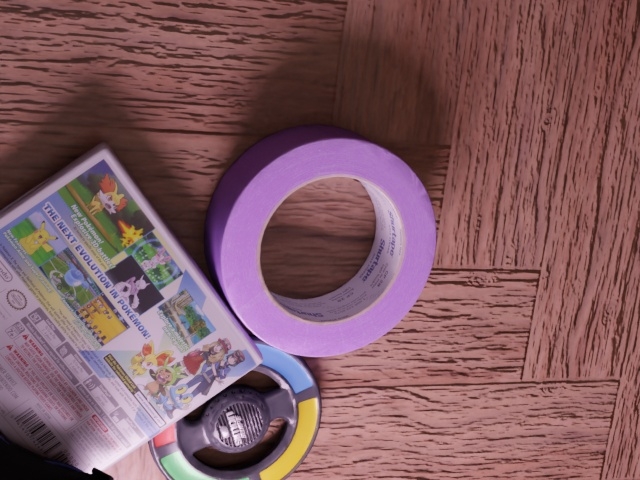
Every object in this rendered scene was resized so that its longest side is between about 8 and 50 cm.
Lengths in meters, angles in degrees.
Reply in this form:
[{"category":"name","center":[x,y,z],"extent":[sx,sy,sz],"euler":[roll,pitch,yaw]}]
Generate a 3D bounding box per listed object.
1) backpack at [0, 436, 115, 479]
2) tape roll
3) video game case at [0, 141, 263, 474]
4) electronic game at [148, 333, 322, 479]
[{"category":"backpack","center":[-0.396,0.351,1.232],"extent":[0.277,0.263,0.213],"euler":[21,123,-7]},{"category":"tape roll","center":[0.000,0.000,1.382],"extent":[0.275,0.090,0.274],"euler":[-5,107,-18]},{"category":"video game case","center":[-0.278,0.100,1.313],"extent":[0.300,0.036,0.329],"euler":[-34,110,-1]},{"category":"electronic game","center":[-0.107,0.228,1.434],"extent":[0.229,0.048,0.229],"euler":[-6,108,-19]}]
